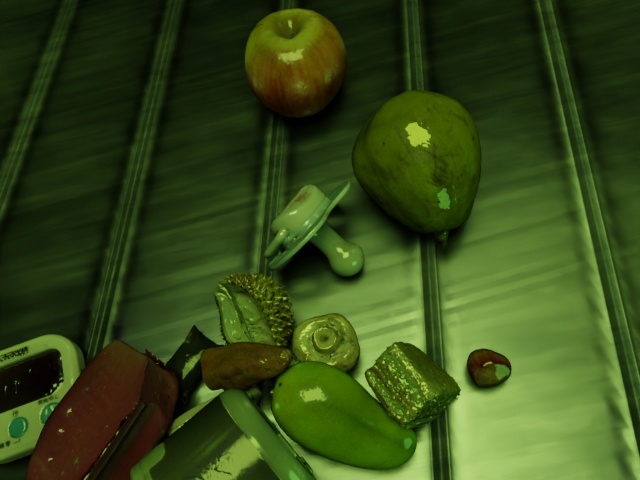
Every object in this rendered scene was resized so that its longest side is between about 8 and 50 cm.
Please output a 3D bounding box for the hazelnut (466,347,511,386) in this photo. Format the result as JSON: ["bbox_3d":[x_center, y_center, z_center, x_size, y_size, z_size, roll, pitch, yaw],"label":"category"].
[{"bbox_3d":[0.337,0.255,1.136,0.086,0.086,0.086,-3,61,6],"label":"hazelnut"}]

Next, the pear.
[{"bbox_3d":[0.229,-0.162,1.268,0.287,0.287,0.375,-15,84,0],"label":"pear"}]

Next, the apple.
[{"bbox_3d":[-0.067,-0.465,1.492,0.286,0.233,0.286,-5,57,7],"label":"apple"}]

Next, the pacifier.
[{"bbox_3d":[0.000,0.000,1.278,0.226,0.238,0.287,44,44,-5],"label":"pacifier"}]

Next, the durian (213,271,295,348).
[{"bbox_3d":[-0.126,0.178,1.211,0.193,0.237,0.138,10,19,34],"label":"durian"}]

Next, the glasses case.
[{"bbox_3d":[-0.216,0.353,1.156,0.204,0.081,0.051,-27,63,-5],"label":"glasses case"}]

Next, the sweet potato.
[{"bbox_3d":[-0.151,0.246,1.102,0.252,0.097,0.097,-16,54,40],"label":"sweet potato"}]

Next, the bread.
[{"bbox_3d":[0.180,0.276,1.083,0.102,0.196,0.138,-46,64,13],"label":"bread"}]

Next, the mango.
[{"bbox_3d":[0.041,0.338,1.068,0.293,0.175,0.143,29,34,-1],"label":"mango"}]

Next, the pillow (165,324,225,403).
[{"bbox_3d":[-0.286,0.267,1.229,0.090,0.048,0.150,26,68,27],"label":"pillow"}]

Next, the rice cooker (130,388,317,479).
[{"bbox_3d":[-0.168,0.440,0.997,0.277,0.288,0.288,-40,64,-12],"label":"rice cooker"}]

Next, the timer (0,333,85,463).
[{"bbox_3d":[-0.630,0.340,1.217,0.262,0.087,0.237,-20,61,-3],"label":"timer"}]

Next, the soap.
[{"bbox_3d":[-0.411,0.355,1.096,0.220,0.127,0.325,11,53,34],"label":"soap"}]

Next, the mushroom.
[{"bbox_3d":[0.012,0.219,1.177,0.148,0.112,0.148,0,67,0],"label":"mushroom"}]
